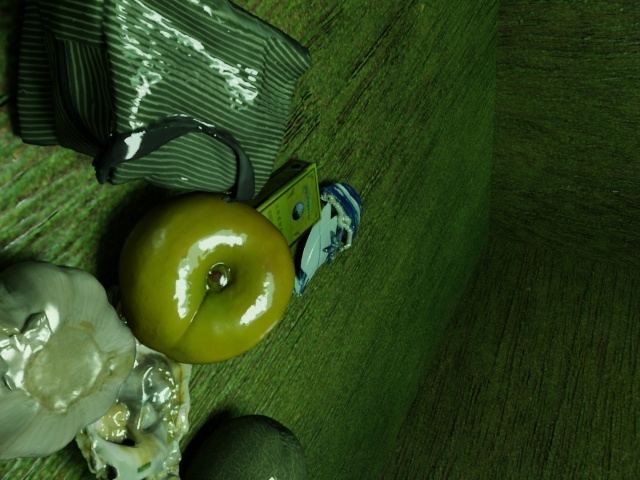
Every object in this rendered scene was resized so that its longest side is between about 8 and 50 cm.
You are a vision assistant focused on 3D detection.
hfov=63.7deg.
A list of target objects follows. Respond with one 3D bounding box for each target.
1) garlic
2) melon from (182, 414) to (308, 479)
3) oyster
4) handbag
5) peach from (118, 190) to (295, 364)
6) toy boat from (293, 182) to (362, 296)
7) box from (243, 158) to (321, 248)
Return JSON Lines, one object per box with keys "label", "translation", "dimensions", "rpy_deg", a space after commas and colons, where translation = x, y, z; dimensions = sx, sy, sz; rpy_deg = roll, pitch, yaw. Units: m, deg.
{"label": "garlic", "translation": [-0.328, 0.134, 0.581], "dimensions": [0.227, 0.152, 0.228], "rpy_deg": [-21, 117, -49]}
{"label": "melon", "translation": [-0.153, 0.494, 0.992], "dimensions": [0.302, 0.237, 0.237], "rpy_deg": [-65, 151, -8]}
{"label": "oyster", "translation": [-0.286, 0.241, 0.759], "dimensions": [0.201, 0.106, 0.355], "rpy_deg": [24, 59, -60]}
{"label": "handbag", "translation": [-0.179, -0.186, 0.617], "dimensions": [0.340, 0.247, 0.241], "rpy_deg": [1, 114, -64]}
{"label": "peach", "translation": [-0.160, 0.054, 0.734], "dimensions": [0.250, 0.153, 0.252], "rpy_deg": [0, 90, -21]}
{"label": "toy boat", "translation": [0.017, 0.003, 1.236], "dimensions": [0.210, 0.070, 0.292], "rpy_deg": [26, 85, -57]}
{"label": "box", "translation": [-0.083, -0.052, 1.026], "dimensions": [0.220, 0.064, 0.141], "rpy_deg": [-46, 140, -44]}
